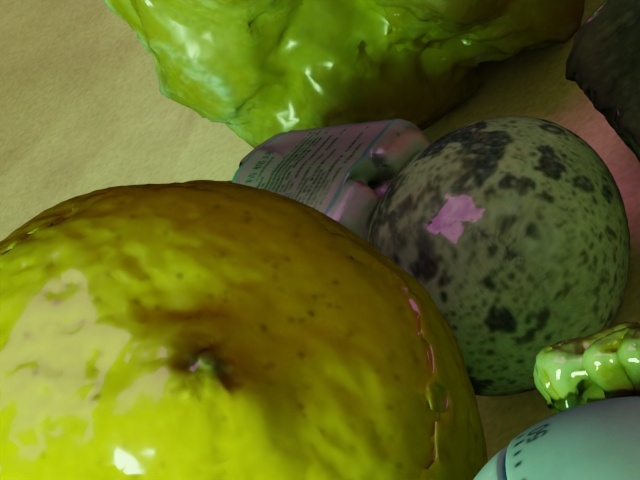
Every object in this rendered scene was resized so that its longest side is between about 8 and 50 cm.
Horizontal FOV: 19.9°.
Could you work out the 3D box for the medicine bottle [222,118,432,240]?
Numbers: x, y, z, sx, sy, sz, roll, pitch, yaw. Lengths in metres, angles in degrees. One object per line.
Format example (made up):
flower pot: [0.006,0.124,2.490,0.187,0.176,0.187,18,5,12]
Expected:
medicine bottle: [0.000,0.000,1.061,0.188,0.119,0.094,-2,45,50]

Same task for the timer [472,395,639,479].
timer: [0.096,0.180,0.671,0.255,0.175,0.175,-63,27,5]

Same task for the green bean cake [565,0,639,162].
green bean cake: [0.234,-0.103,0.955,0.185,0.094,0.183,-36,28,7]

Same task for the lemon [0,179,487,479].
lemon: [-0.060,0.108,0.805,0.293,0.293,0.293,-30,29,18]

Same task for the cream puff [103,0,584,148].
cream puff: [0.029,-0.250,1.149,0.378,0.378,0.275,-52,8,-22]

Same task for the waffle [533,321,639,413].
waffle: [0.185,0.043,0.748,0.183,0.036,0.169,-4,-7,-43]

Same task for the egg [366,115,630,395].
egg: [0.093,0.003,0.930,0.132,0.132,0.172,-20,23,34]
